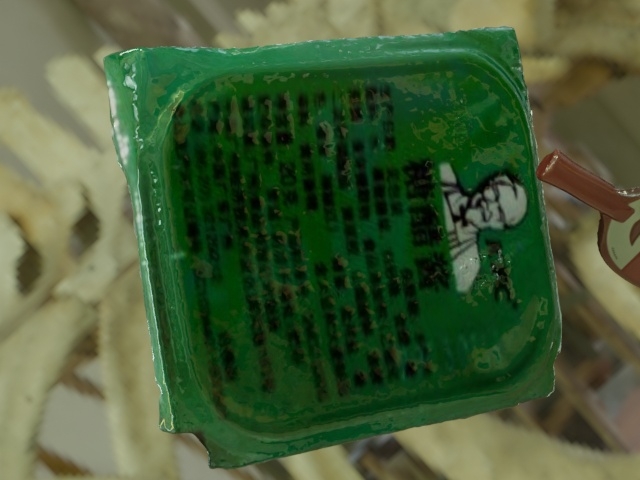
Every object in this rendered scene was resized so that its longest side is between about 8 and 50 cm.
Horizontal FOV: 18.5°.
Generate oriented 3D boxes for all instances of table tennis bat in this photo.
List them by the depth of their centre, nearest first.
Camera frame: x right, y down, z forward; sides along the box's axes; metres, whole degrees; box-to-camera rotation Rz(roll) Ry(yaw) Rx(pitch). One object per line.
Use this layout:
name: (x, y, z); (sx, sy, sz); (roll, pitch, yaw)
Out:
table tennis bat: (0.202, -0.013, 1.233); (0.098, 0.155, 0.019); (-46, 23, 42)

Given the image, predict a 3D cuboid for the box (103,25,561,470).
box: (0.000, 0.000, 1.313); (0.337, 0.264, 0.106); (-7, 0, -38)
